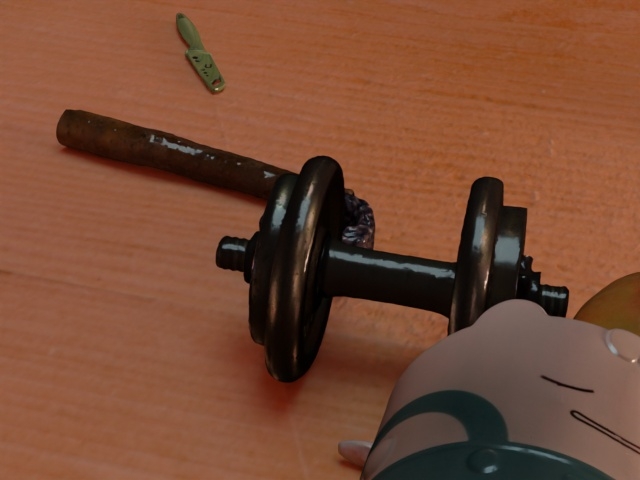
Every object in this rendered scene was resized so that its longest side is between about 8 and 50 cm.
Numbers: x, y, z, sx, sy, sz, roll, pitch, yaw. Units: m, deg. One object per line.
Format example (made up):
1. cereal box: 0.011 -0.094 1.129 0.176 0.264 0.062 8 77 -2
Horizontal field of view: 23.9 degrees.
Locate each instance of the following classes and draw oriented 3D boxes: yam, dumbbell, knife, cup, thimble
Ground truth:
1. yam: -0.118 -0.077 1.526 0.327 0.045 0.045 16 57 20
2. dumbbell: 0.056 0.032 1.231 0.290 0.192 0.192 9 32 8
3. knife: -0.147 -0.224 1.784 0.030 0.014 0.207 -6 34 -18
4. cup: 0.149 0.215 0.949 0.289 0.219 0.257 37 34 -7
5. thimble: -0.002 -0.001 1.392 0.104 0.066 0.095 10 35 12

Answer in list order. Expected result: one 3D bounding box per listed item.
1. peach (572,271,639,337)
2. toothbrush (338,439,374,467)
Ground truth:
1. peach: 0.266 0.106 1.151 0.184 0.184 0.184 2 32 -1
2. toothbrush: 0.158 0.194 1.134 0.307 0.025 0.029 14 25 16
